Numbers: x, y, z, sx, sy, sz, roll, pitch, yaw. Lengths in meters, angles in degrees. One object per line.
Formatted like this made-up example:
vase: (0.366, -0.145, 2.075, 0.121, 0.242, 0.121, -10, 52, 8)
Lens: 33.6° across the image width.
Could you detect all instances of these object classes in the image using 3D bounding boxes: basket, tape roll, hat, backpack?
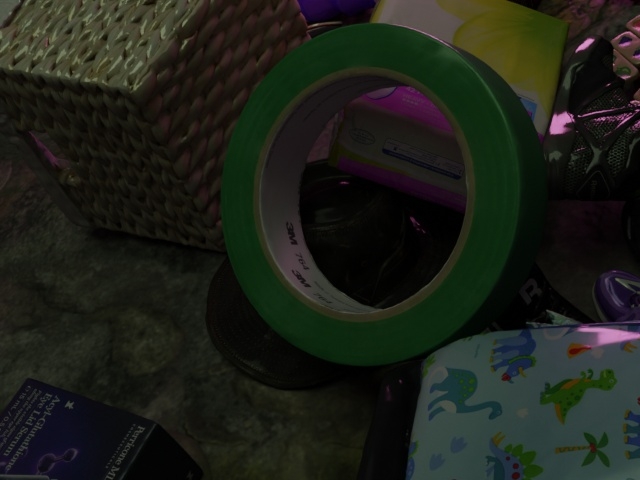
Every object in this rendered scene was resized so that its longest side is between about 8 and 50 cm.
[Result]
basket: (-0.203, -0.207, 1.326, 0.267, 0.328, 0.331, 14, 59, 28)
tape roll: (0.053, -0.042, 1.016, 0.321, 0.077, 0.321, -1, 89, 31)
hat: (0.000, 0.000, 1.186, 0.331, 0.134, 0.331, -14, 47, 16)
backpack: (0.207, 0.199, 0.846, 0.356, 0.273, 0.290, 4, 45, 15)

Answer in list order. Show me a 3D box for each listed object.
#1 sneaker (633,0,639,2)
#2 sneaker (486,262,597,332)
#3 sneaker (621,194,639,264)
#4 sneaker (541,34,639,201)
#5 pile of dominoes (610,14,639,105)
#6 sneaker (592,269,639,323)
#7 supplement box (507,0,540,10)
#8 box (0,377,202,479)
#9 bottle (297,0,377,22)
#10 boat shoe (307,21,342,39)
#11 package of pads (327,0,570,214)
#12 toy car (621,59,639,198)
sneaker: (0.451, -0.363, 1.322, 0.221, 0.087, 0.128, 15, 51, 22)
sneaker: (0.218, 0.083, 1.006, 0.079, 0.121, 0.217, -44, 46, -12)
sneaker: (0.418, 0.001, 1.009, 0.272, 0.100, 0.108, 12, 32, 39)
sneaker: (0.303, -0.122, 1.087, 0.130, 0.087, 0.227, 10, 47, 14)
pile of dominoes: (0.390, -0.200, 1.148, 0.251, 0.040, 0.196, -46, 46, -16)
sneaker: (0.321, 0.075, 0.996, 0.068, 0.071, 0.170, -35, 44, -5)
supplement box: (0.239, -0.357, 1.378, 0.073, 0.130, 0.239, 12, 57, 35)
box: (-0.256, 0.253, 1.112, 0.207, 0.108, 0.153, 9, 56, 34)
bottle: (-0.012, -0.377, 1.552, 0.283, 0.092, 0.118, 8, 57, 33)
boat shoe: (-0.030, -0.277, 1.511, 0.137, 0.049, 0.043, -16, 88, 11)
package of pads: (0.145, -0.170, 1.199, 0.229, 0.101, 0.296, 20, 49, 1)
toy car: (0.394, -0.116, 1.140, 0.239, 0.053, 0.225, 22, 65, 40)
